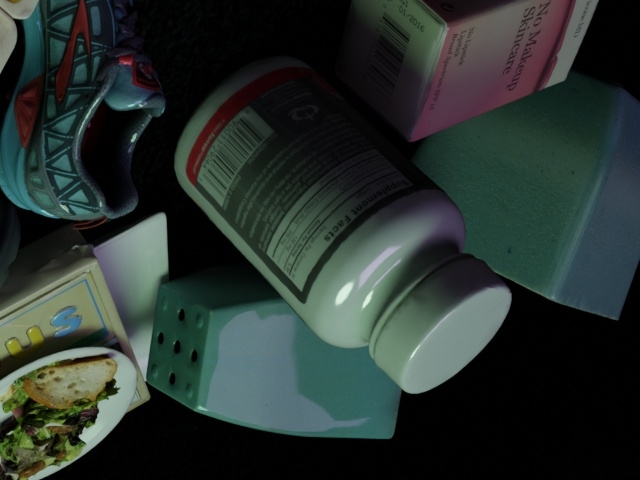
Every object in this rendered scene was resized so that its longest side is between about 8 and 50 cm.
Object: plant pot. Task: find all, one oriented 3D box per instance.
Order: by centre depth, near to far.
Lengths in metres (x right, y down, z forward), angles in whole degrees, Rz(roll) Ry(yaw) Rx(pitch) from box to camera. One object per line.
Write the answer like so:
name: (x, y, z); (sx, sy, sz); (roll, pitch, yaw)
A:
plant pot: (-0.050, 0.110, 1.334); (0.234, 0.166, 0.165); (2, 100, -38)
plant pot: (0.268, -0.078, 1.525); (0.247, 0.248, 0.252); (17, 100, -59)

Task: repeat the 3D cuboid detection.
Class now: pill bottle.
pill bottle: (0.021, -0.013, 1.188); (0.176, 0.318, 0.176); (-33, 152, -21)

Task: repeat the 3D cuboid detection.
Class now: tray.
tray: (-0.221, 0.080, 1.306); (0.145, 0.030, 0.270); (-30, 149, -26)

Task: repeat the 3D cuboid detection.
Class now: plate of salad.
plate of salad: (-0.257, 0.177, 1.206); (0.200, 0.048, 0.200); (-28, 149, -19)

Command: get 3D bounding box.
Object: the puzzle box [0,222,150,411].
puzzle box: (-0.364, 0.169, 1.179); (0.409, 0.052, 0.272); (-30, 148, -14)

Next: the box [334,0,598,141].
box: (0.150, -0.219, 1.282); (0.232, 0.127, 0.148); (-24, 146, -33)

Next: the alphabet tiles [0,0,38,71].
alphabet tiles: (-0.259, -0.198, 0.768); (0.278, 0.021, 0.284); (-64, 152, -10)

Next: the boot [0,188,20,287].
boot: (-0.403, -0.052, 0.792); (0.367, 0.146, 0.445); (-40, 146, -21)

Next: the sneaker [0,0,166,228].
sneaker: (-0.155, -0.136, 0.949); (0.104, 0.125, 0.262); (-12, 118, -54)
